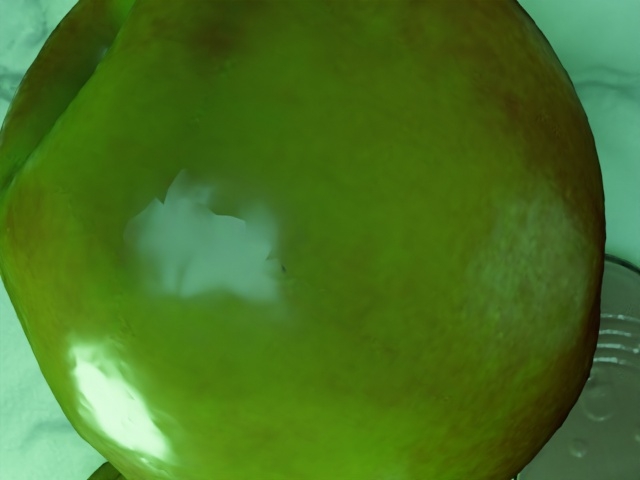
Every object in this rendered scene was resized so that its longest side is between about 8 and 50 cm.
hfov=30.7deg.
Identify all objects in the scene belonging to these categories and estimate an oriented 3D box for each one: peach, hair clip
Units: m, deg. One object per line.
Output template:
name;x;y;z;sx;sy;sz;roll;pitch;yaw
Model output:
peach;0.000;0.000;0.594;0.332;0.308;0.308;40;115;-22
hair clip;0.162;0.084;0.681;0.123;0.102;0.138;-15;106;15

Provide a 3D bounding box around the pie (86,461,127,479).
pie;-0.062;0.253;0.813;0.273;0.069;0.273;5;111;13
